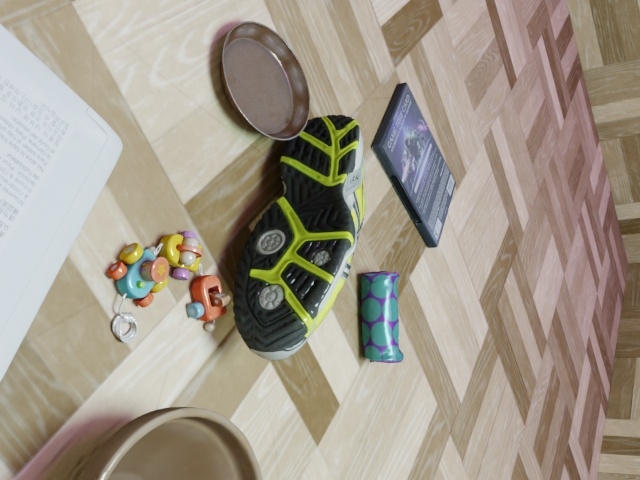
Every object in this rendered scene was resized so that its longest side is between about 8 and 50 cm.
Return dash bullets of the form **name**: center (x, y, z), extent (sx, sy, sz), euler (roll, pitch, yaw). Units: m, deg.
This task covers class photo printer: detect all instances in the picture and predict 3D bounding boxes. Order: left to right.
- **photo printer**: center (-0.308, -0.026, 0.482), extent (0.256, 0.107, 0.307), euler (46, 49, -41)

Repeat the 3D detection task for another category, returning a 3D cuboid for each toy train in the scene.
- **toy train**: center (-0.158, 0.053, 0.744), extent (0.166, 0.046, 0.125), euler (-12, 93, -56)

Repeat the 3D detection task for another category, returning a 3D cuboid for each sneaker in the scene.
- **sneaker**: center (0.000, 0.000, 0.888), extent (0.147, 0.145, 0.384), euler (69, 32, -45)

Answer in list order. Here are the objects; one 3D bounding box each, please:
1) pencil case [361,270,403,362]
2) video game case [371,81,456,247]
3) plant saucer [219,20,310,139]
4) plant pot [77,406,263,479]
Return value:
- **pencil case**: center (0.102, 0.126, 1.098), extent (0.070, 0.065, 0.151), euler (5, 80, -39)
- **video game case**: center (0.194, -0.147, 1.320), extent (0.274, 0.026, 0.196), euler (54, 43, -34)
- **plant saucer**: center (-0.079, -0.215, 0.911), extent (0.168, 0.029, 0.168), euler (21, 62, -45)
- **plant pot**: center (-0.167, 0.278, 0.633), extent (0.237, 0.110, 0.237), euler (13, 74, -55)
